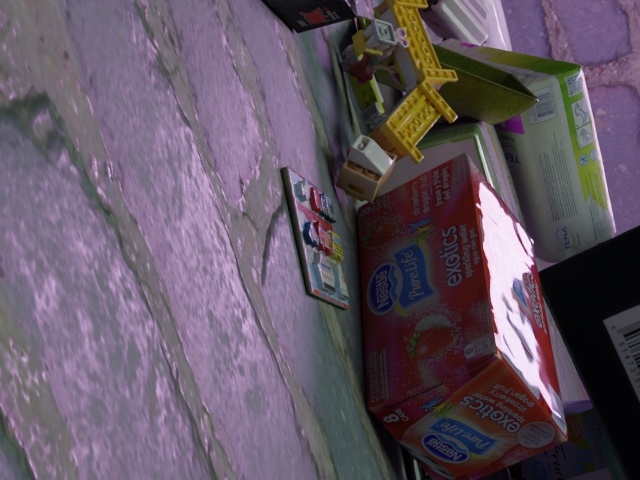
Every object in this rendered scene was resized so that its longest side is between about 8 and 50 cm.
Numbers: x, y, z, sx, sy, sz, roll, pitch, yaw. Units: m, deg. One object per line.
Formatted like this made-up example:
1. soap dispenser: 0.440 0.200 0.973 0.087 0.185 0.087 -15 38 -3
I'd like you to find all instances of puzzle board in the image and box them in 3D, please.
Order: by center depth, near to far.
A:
1. puzzle board: 0.000 0.000 1.207 0.128 0.011 0.096 30 47 -74

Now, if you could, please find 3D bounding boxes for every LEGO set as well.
1. LEGO set: 0.045 -0.129 1.467 0.132 0.107 0.287 22 50 -32

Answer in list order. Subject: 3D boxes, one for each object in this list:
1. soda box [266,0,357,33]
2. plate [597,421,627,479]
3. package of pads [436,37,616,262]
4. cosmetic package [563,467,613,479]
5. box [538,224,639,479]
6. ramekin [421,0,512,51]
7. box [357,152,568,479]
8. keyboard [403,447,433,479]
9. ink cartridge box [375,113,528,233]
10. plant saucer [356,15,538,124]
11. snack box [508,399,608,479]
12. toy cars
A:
1. soda box: -0.017 -0.217 1.271 0.169 0.060 0.053 26 52 -76
2. plate: 0.357 0.275 1.825 0.188 0.024 0.188 58 15 -25
3. package of pads: 0.221 -0.108 1.898 0.296 0.101 0.229 27 -43 62
4. cosmetic package: 0.334 0.494 1.858 0.217 0.156 0.385 -88 159 -63
5. box: 0.424 0.131 1.834 0.293 0.212 0.395 66 12 8
6. ramekin: 0.194 -0.344 2.309 0.273 0.127 0.273 -14 90 -79
7. box: 0.116 0.066 1.351 0.128 0.122 0.257 50 24 -34
8. keyboard: 0.093 0.186 1.403 0.108 0.023 0.180 49 30 -67
9. ink cartridge box: 0.151 -0.026 1.708 0.353 0.119 0.207 -51 125 -77
10. plant saucer: 0.121 -0.174 1.660 0.188 0.188 0.045 -96 -153 -76
11. snack box: 0.322 0.310 2.016 0.174 0.070 0.207 -10 -84 57
12. toy cars: 0.149 -0.338 1.998 0.176 0.087 0.394 48 3 23
